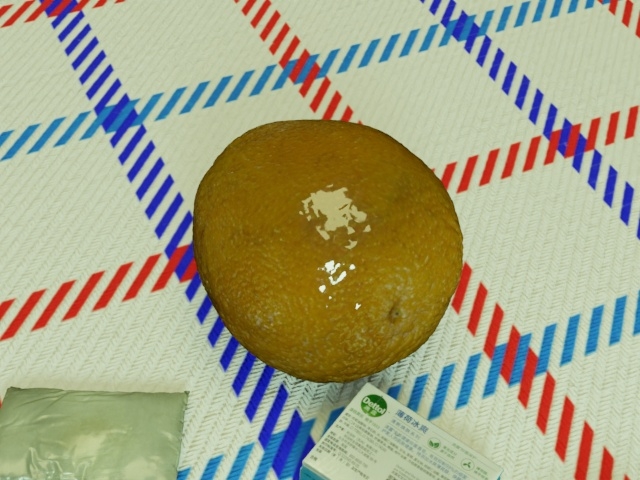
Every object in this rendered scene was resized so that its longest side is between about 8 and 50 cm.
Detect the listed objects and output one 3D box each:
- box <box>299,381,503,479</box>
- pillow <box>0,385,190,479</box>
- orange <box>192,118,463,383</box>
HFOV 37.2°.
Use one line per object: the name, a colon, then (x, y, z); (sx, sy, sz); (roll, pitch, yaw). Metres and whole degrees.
box: (0.092, 0.278, 1.114); (0.194, 0.073, 0.139); (30, 53, 20)
pillow: (-0.276, 0.240, 1.133); (0.230, 0.050, 0.148); (4, 53, -5)
orange: (0.000, 0.000, 1.203); (0.322, 0.322, 0.357); (-23, 45, -23)
